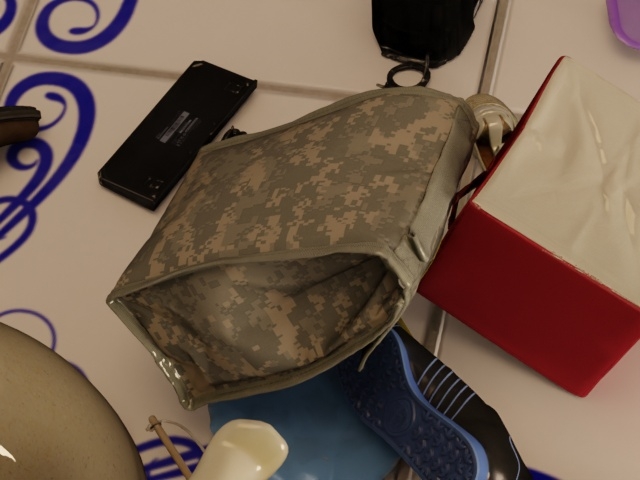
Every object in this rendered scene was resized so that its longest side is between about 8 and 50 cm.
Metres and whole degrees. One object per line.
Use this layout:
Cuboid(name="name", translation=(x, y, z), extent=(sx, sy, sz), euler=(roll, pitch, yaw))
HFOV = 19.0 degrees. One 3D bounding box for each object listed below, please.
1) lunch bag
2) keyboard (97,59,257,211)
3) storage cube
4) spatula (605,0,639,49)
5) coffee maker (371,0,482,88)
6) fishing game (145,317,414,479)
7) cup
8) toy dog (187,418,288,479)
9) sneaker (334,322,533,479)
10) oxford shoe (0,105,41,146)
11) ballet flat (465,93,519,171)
Cuboid(name="lunch bag", translation=(0.000, 0.000, 1.661), extent=(0.287, 0.169, 0.235), euler=(-17, 29, 33))
Cuboid(name="keyboard", translation=(-0.131, -0.103, 1.921), extent=(0.108, 0.023, 0.180), euler=(23, 62, 27))
Cuboid(name="storage cube", translation=(0.225, -0.009, 1.687), extent=(0.215, 0.193, 0.183), euler=(33, 63, 4))
Cuboid(name="spatula", translation=(0.440, -0.230, 1.945), extent=(0.296, 0.030, 0.084), euler=(-3, 56, 3))
Cuboid(name="coffee maker", translation=(0.105, -0.266, 1.913), extent=(0.120, 0.178, 0.171), euler=(-4, 55, 4))
Cuboid(name="fishing game", translation=(-0.013, 0.160, 1.718), extent=(0.264, 0.041, 0.189), euler=(-25, 58, -22))
Cuboid(name="cup", translation=(-0.325, 0.188, 1.610), extent=(0.331, 0.237, 0.331), euler=(-3, 56, 4))
Cuboid(name="toy dog", translation=(-0.037, 0.330, 1.371), extent=(0.285, 0.395, 0.408), euler=(9, 11, -13))
Cuboid(name="sneaker", translation=(0.096, 0.149, 1.676), extent=(0.081, 0.090, 0.232), euler=(-53, 47, 19))
Cuboid(name="oxford shoe", translation=(-0.372, -0.071, 1.898), extent=(0.227, 0.083, 0.096), euler=(-25, 96, -26))
Cuboid(name="ballet flat", translation=(0.177, -0.090, 1.861), extent=(0.057, 0.052, 0.168), euler=(-14, 55, -4))
